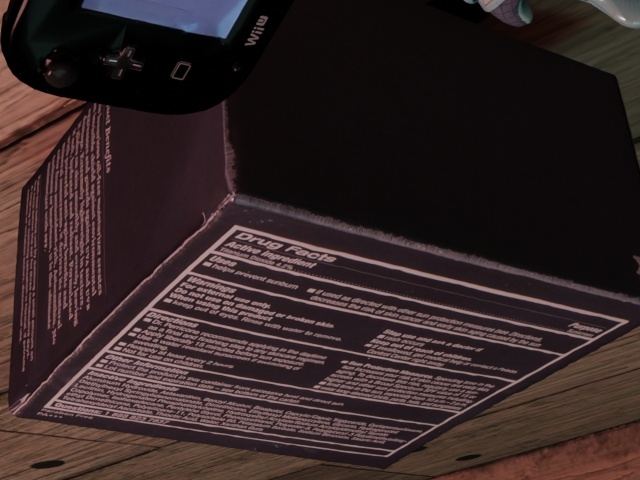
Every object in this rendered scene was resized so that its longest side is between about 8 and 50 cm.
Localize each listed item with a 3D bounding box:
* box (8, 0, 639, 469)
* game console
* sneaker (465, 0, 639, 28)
[{"bbox_3d":[0.000,0.000,0.767,0.296,0.183,0.294,14,147,-30],"label":"box"},{"bbox_3d":[0.010,-0.174,0.404,0.213,0.044,0.361,14,132,-27],"label":"game console"},{"bbox_3d":[0.065,-0.162,0.519,0.283,0.122,0.110,4,155,-32],"label":"sneaker"}]
